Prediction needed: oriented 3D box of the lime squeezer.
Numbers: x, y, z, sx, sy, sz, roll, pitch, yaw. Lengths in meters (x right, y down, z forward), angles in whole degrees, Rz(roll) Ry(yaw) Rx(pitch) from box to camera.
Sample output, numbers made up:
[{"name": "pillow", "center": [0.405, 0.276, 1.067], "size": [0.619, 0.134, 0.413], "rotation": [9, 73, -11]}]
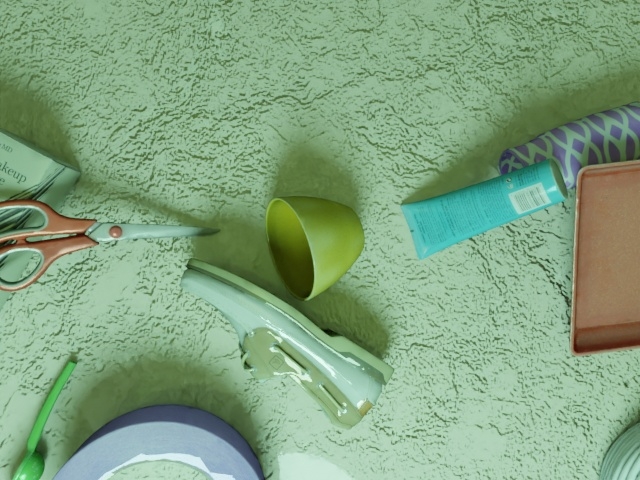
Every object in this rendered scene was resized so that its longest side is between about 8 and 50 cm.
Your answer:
[{"name": "lime squeezer", "center": [-0.359, 0.321, 0.695], "size": [0.109, 0.059, 0.311], "rotation": [-8, 86, -1]}]

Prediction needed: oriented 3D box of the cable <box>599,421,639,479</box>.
[{"name": "cable", "center": [0.490, 0.357, 0.692], "size": [0.257, 0.089, 0.257], "rotation": [30, 88, 0]}]

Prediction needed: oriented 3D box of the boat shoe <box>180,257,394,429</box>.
[{"name": "boat shoe", "center": [-0.057, 0.132, 0.681], "size": [0.302, 0.113, 0.103], "rotation": [31, 81, 0]}]

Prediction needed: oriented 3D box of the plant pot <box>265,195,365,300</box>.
[{"name": "plant pot", "center": [0.000, 0.000, 0.692], "size": [0.095, 0.134, 0.134], "rotation": [-16, 87, -26]}]

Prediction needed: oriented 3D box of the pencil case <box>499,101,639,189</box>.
[{"name": "pencil case", "center": [0.345, -0.117, 0.714], "size": [0.205, 0.088, 0.087], "rotation": [-18, 91, -3]}]

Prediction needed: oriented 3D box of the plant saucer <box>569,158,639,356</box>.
[{"name": "plant saucer", "center": [0.444, 0.012, 0.695], "size": [0.258, 0.048, 0.259], "rotation": [-7, 108, -1]}]

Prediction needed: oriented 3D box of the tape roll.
[{"name": "tape roll", "center": [-0.199, 0.351, 0.660], "size": [0.274, 0.090, 0.275], "rotation": [0, 87, -9]}]

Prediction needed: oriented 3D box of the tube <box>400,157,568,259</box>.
[{"name": "tube", "center": [0.202, -0.041, 0.687], "size": [0.207, 0.052, 0.080], "rotation": [-21, 82, 34]}]

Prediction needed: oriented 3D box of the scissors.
[{"name": "scissors", "center": [-0.280, -0.019, 0.677], "size": [0.296, 0.021, 0.109], "rotation": [-16, 103, -19]}]

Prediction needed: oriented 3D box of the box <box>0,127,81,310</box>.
[{"name": "box", "center": [-0.439, -0.004, 0.691], "size": [0.113, 0.094, 0.275], "rotation": [27, 87, -1]}]
